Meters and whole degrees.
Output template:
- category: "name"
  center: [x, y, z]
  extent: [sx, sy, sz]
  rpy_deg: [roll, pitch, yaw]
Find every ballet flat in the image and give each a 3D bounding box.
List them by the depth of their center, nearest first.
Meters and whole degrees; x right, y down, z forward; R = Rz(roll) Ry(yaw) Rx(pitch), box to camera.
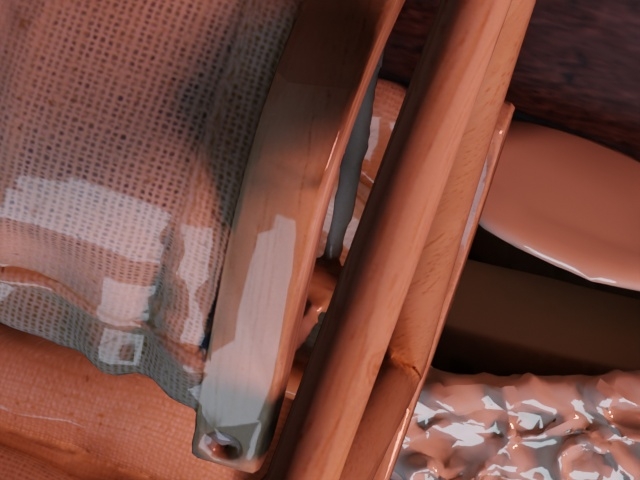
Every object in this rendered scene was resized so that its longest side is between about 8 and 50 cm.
- category: "ballet flat"
  center: [0.000, 0.000, 0.595]
  extent: [0.409, 0.147, 0.147]
  rpy_deg: [13, 168, 18]

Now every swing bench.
- category: "swing bench"
  center: [-0.091, -0.025, 0.427]
  extent: [0.253, 0.165, 0.254]
  rpy_deg: [20, 167, 5]
